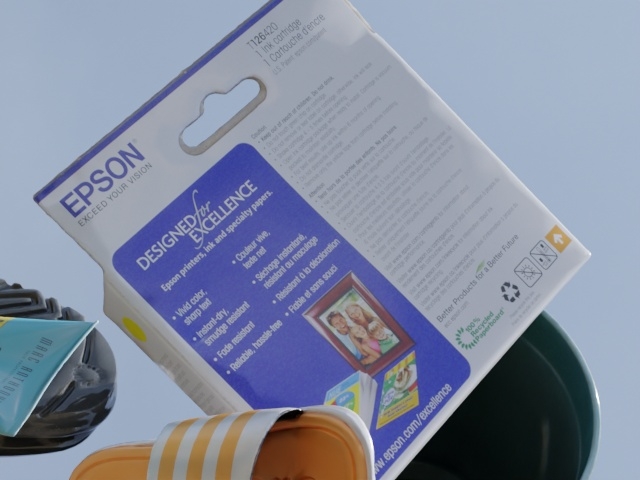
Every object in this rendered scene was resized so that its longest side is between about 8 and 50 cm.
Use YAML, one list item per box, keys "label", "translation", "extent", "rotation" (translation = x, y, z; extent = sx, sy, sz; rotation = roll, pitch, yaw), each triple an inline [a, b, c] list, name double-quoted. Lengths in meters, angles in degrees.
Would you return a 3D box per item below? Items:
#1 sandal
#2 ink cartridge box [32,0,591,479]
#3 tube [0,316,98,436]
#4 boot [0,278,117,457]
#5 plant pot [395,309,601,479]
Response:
- label: "sandal"
  translation: [-0.082, 0.156, 0.863]
  extent: [0.265, 0.076, 0.101]
  rotation: [-14, -106, 40]
- label: "ink cartridge box"
  translation: [0.000, 0.000, 1.066]
  extent: [0.307, 0.303, 0.072]
  rotation: [45, -29, 2]
- label: "tube"
  translation: [-0.217, 0.066, 0.805]
  extent: [0.207, 0.080, 0.052]
  rotation: [3, -41, 34]
- label: "boot"
  translation: [-0.358, 0.229, 1.243]
  extent: [0.367, 0.146, 0.445]
  rotation: [13, -53, 4]
- label: "plant pot"
  translation: [0.074, 0.200, 1.221]
  extent: [0.272, 0.272, 0.255]
  rotation: [39, -29, 24]
